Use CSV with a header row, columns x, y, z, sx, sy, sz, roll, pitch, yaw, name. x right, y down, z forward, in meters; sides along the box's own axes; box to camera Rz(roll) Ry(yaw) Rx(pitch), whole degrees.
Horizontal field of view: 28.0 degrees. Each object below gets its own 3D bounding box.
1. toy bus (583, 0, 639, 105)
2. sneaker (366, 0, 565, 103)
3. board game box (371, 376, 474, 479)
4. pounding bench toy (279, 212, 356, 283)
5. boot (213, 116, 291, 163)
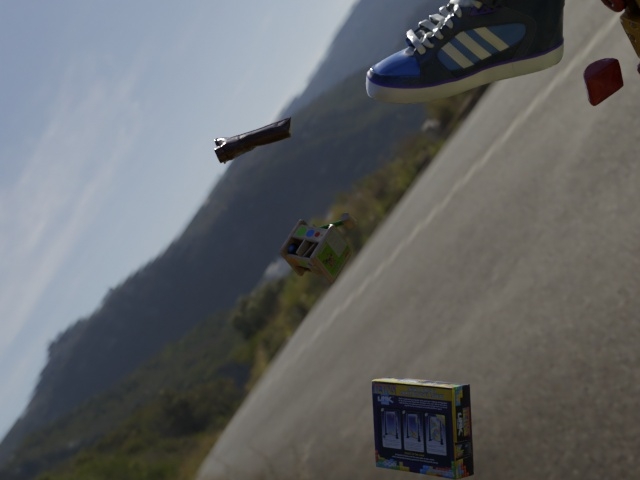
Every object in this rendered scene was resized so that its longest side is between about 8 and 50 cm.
x,y,z,sx,sy,sz,roll,pitch,yaw,name
0.324,-0.199,1.108,0.202,0.104,0.191,-9,-61,-32,toy bus
0.209,-0.354,1.944,0.130,0.323,0.236,-101,-1,-61,sneaker
0.157,0.288,1.988,0.170,0.048,0.141,0,92,46,board game box
0.000,0.000,1.569,0.065,0.052,0.083,12,61,42,pounding bench toy
-0.090,-0.143,1.786,0.114,0.037,0.106,-24,15,2,boot
